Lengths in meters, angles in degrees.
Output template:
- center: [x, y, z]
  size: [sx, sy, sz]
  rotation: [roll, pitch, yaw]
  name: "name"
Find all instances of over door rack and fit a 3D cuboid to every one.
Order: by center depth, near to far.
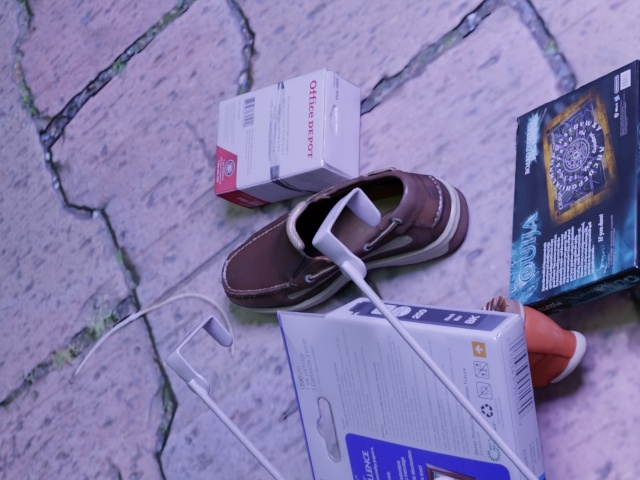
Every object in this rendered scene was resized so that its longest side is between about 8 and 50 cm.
- center: [0.023, 0.164, 1.080]
  size: [0.239, 0.108, 0.324]
  rotation: [-39, 83, 44]
  name: "over door rack"

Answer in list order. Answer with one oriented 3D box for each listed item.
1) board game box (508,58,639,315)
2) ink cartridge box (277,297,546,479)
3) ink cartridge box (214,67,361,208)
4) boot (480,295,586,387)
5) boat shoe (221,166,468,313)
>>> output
- center: [0.203, -0.038, 1.141]
  size: [0.126, 0.026, 0.186]
  rotation: [-24, 48, 43]
  name: "board game box"
- center: [0.074, 0.148, 1.134]
  size: [0.208, 0.045, 0.206]
  rotation: [5, 114, 39]
  name: "ink cartridge box"
- center: [-0.030, -0.093, 1.374]
  size: [0.135, 0.056, 0.099]
  rotation: [-12, 67, 38]
  name: "ink cartridge box"
- center: [0.142, 0.103, 1.155]
  size: [0.158, 0.084, 0.059]
  rotation: [133, 149, -54]
  name: "boot"
- center: [-0.001, -0.007, 1.291]
  size: [0.257, 0.095, 0.095]
  rotation: [-23, 60, 33]
  name: "boat shoe"
